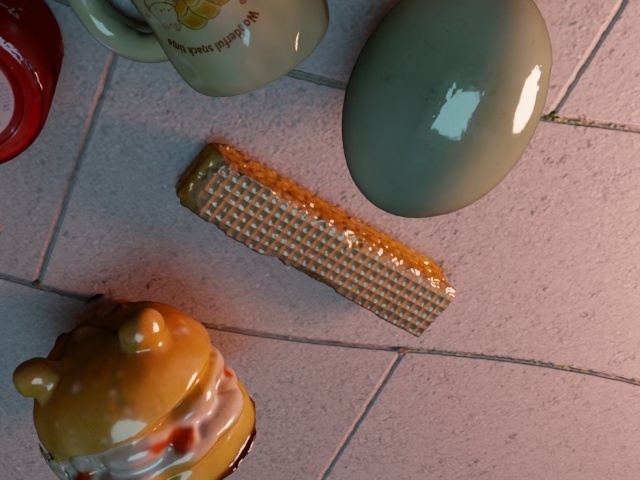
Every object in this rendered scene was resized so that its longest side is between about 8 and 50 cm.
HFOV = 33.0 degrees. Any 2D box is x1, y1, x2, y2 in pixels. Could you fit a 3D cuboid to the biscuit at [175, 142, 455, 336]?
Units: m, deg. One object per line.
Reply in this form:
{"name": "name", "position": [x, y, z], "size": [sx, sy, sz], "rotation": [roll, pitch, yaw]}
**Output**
{"name": "biscuit", "position": [0.000, 0.000, 1.339], "size": [0.378, 0.054, 0.094], "rotation": [28, 120, -23]}

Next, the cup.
{"name": "cup", "position": [-0.132, -0.274, 1.080], "size": [0.173, 0.255, 0.202], "rotation": [-49, 129, -20]}

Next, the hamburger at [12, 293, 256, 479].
{"name": "hamburger", "position": [-0.240, 0.191, 1.347], "size": [0.276, 0.276, 0.237], "rotation": [-24, 118, 14]}

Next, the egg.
{"name": "egg", "position": [0.130, -0.149, 1.139], "size": [0.203, 0.203, 0.283], "rotation": [19, 121, -18]}

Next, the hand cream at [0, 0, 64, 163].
{"name": "hand cream", "position": [-0.371, -0.181, 1.130], "size": [0.193, 0.125, 0.193], "rotation": [-3, 130, -3]}
